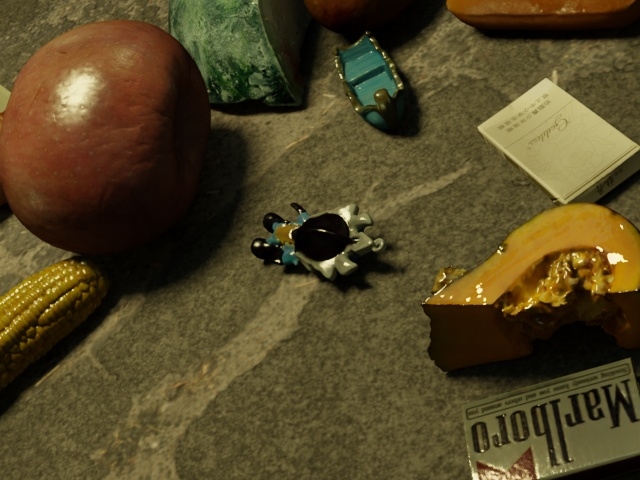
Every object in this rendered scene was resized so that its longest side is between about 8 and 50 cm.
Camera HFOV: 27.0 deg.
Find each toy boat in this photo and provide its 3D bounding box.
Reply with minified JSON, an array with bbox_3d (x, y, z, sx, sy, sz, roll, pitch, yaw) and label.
[{"bbox_3d":[0.065,-0.207,1.724,0.075,0.077,0.185,-26,42,6],"label":"toy boat"}]

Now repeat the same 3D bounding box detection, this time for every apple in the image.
[{"bbox_3d":[-0.276,-0.132,1.708,0.235,0.305,0.305,2,51,14],"label":"apple"}]

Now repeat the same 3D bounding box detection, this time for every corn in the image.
[{"bbox_3d":[-0.400,0.124,1.673,0.313,0.102,0.102,-42,43,-10],"label":"corn"}]

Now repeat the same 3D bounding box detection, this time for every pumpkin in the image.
[{"bbox_3d":[0.224,0.046,1.358,0.248,0.131,0.126,-7,56,19],"label":"pumpkin"}]

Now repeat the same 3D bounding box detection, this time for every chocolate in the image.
[{"bbox_3d":[0.052,-0.348,1.813,0.177,0.177,0.176,-17,44,17],"label":"chocolate"}]

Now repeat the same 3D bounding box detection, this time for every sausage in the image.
[{"bbox_3d":[0.288,-0.316,1.677,0.274,0.105,0.105,6,54,35],"label":"sausage"}]

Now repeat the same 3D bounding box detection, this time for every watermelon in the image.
[{"bbox_3d":[-0.107,-0.305,1.907,0.289,0.214,0.320,-34,73,48],"label":"watermelon"}]

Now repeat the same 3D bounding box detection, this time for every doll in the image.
[{"bbox_3d":[0.000,0.000,1.577,0.195,0.070,0.096,5,69,43],"label":"doll"}]

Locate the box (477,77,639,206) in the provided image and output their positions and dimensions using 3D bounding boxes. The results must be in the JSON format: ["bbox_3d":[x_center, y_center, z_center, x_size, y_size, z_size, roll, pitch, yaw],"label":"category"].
[{"bbox_3d":[0.277,-0.111,1.543,0.109,0.029,0.198,-36,41,-4],"label":"box"}]

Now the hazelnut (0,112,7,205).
[{"bbox_3d":[-0.494,-0.117,1.936,0.150,0.150,0.150,-17,44,17],"label":"hazelnut"}]

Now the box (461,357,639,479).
[{"bbox_3d":[0.230,0.187,1.284,0.177,0.036,0.115,-18,44,15],"label":"box"}]

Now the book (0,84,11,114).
[{"bbox_3d":[-0.551,-0.181,2.110,0.162,0.022,0.232,-42,42,-14],"label":"book"}]
